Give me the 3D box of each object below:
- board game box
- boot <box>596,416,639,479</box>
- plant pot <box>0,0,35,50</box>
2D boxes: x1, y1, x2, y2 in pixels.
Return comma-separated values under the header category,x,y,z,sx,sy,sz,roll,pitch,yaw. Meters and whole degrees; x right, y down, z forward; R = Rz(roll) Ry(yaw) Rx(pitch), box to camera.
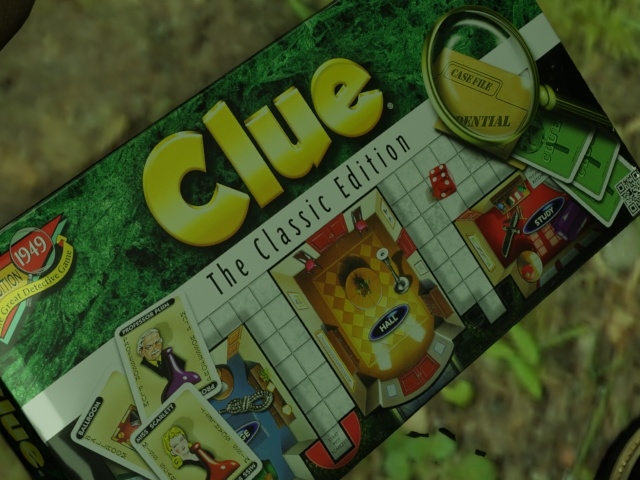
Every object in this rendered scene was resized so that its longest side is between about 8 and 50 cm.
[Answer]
category,x,y,z,sx,sy,sz,roll,pitch,yaw
board game box,0.000,0.000,0.612,0.259,0.030,0.136,-39,98,-29
boot,0.147,0.115,0.608,0.077,0.137,0.198,51,61,-12
plant pot,-0.114,-0.138,0.505,0.167,0.167,0.165,49,55,-12
